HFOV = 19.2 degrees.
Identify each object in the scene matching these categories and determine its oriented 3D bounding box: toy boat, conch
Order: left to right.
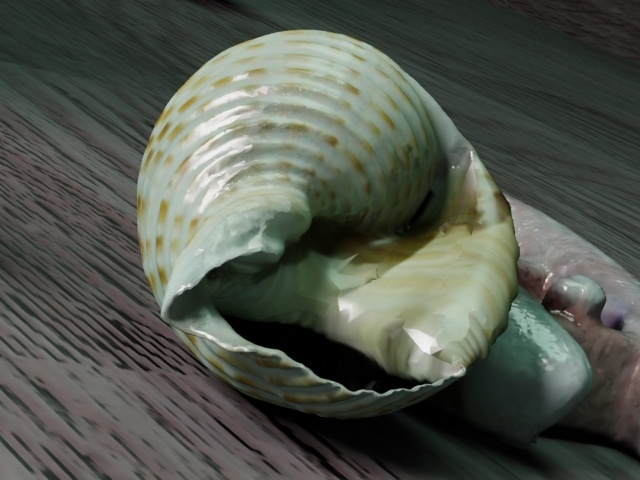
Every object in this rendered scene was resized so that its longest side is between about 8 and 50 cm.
[{"bbox_3d":[-0.001,0.002,0.642,0.135,0.102,0.153,24,54,1],"label":"conch"},{"bbox_3d":[0.066,0.010,0.760,0.155,0.085,0.227,10,15,-34],"label":"toy boat"}]
